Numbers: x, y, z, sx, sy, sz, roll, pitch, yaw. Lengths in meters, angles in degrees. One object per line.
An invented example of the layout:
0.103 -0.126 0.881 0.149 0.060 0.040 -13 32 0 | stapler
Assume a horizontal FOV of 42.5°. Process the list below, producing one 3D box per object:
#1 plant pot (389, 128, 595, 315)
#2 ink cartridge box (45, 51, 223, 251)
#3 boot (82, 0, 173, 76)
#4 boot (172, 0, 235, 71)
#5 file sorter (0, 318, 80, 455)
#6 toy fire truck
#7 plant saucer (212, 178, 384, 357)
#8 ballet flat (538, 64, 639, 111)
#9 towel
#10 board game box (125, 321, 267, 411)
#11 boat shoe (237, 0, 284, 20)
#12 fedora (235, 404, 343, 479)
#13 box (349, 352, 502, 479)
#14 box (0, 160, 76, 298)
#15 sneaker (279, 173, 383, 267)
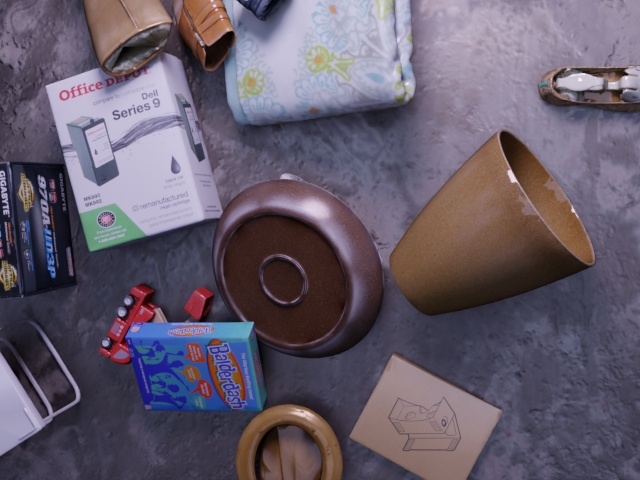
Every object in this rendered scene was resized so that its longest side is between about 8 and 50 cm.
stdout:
0.236 0.001 1.239 0.254 0.237 0.237 -36 86 25 | plant pot
-0.308 -0.146 1.373 0.211 0.121 0.289 -16 90 11 | ink cartridge box
-0.287 -0.420 1.314 0.236 0.089 0.269 -36 59 14 | boot
-0.169 -0.377 1.281 0.152 0.073 0.197 63 147 30 | boot
-0.596 0.289 1.432 0.278 0.173 0.192 -33 88 12 | file sorter
-0.284 0.145 1.426 0.135 0.047 0.192 31 100 6 | toy fire truck
-0.051 0.057 1.321 0.311 0.050 0.310 10 114 23 | plant saucer
0.438 -0.232 1.249 0.206 0.067 0.073 -1 92 11 | ballet flat
-0.016 -0.374 1.255 0.321 0.090 0.374 -2 94 39 | towel
-0.205 0.213 1.380 0.210 0.047 0.160 -2 120 10 | board game box
-0.060 -0.413 1.201 0.083 0.065 0.183 44 117 9 | boat shoe
-0.047 0.368 1.377 0.194 0.079 0.194 -1 87 12 | fedora
0.172 0.302 1.360 0.201 0.021 0.164 27 98 9 | box
-0.487 -0.020 1.390 0.051 0.175 0.220 -5 92 12 | box
0.000 0.000 1.350 0.232 0.090 0.115 43 108 14 | sneaker
